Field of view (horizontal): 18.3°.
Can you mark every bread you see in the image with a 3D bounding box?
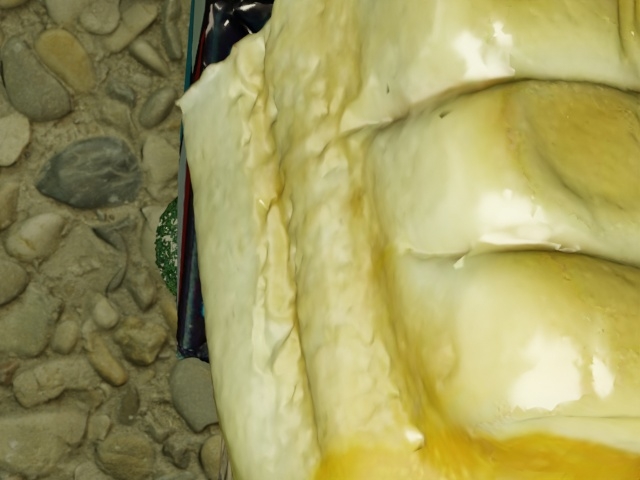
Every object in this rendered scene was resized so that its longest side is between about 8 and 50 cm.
[{"bbox_3d":[0.084,0.027,0.903,0.300,0.210,0.341,-48,44,48],"label":"bread"}]

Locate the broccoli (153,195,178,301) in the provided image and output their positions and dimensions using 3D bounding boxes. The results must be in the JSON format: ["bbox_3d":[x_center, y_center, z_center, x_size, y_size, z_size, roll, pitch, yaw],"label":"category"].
[{"bbox_3d":[0.000,0.000,1.686,0.269,0.269,0.254,-126,46,-79],"label":"broccoli"}]

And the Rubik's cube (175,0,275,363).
[{"bbox_3d":[0.041,-0.080,1.212,0.248,0.246,0.250,-95,11,-60],"label":"Rubik's cube"}]
